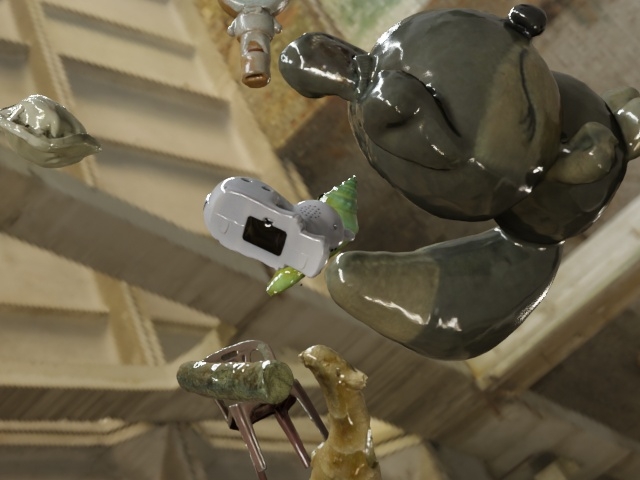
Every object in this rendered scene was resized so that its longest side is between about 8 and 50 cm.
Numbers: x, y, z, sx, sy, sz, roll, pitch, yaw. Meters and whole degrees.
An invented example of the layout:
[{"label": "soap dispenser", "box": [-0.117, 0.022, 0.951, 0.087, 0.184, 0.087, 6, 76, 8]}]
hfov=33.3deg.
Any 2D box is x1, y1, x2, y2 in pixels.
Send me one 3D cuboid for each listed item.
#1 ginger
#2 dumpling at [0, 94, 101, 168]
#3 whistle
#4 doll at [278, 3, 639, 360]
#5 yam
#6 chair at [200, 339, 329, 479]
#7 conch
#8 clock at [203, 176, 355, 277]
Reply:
[{"label": "ginger", "box": [0.024, 0.279, 1.527, 0.086, 0.131, 0.294, -32, -61, -47]}, {"label": "dumpling", "box": [-0.453, -0.179, 1.790, 0.199, 0.118, 0.136, 8, -173, -39]}, {"label": "whistle", "box": [-0.085, -0.300, 1.401, 0.057, 0.107, 0.220, 83, -177, -67]}, {"label": "doll", "box": [0.136, -0.047, 1.061, 0.382, 0.378, 0.252, 12, -171, -29]}, {"label": "yam", "box": [-0.127, 0.196, 1.502, 0.061, 0.274, 0.061, 4, -97, -34]}, {"label": "chair", "box": [-0.126, 0.332, 2.244, 0.326, 0.175, 0.183, 60, 159, 21]}, {"label": "conch", "box": [-0.002, -0.004, 1.524, 0.079, 0.201, 0.095, 42, -171, 15]}, {"label": "clock", "box": [-0.052, -0.024, 1.307, 0.176, 0.080, 0.117, 24, -157, 14]}]
